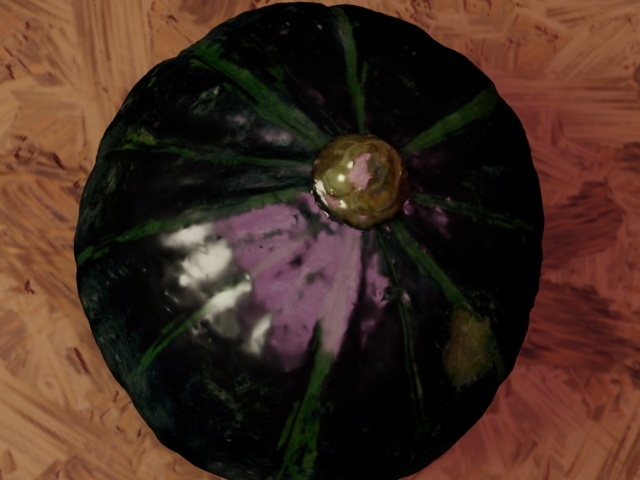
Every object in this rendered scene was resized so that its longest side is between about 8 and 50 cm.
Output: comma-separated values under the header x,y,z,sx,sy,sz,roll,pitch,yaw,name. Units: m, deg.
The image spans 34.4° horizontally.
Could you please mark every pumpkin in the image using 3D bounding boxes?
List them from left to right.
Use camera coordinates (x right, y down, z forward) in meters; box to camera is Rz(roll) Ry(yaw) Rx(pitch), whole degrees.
x,y,z,sx,sy,sz,roll,pitch,yaw,name
0.000,0.000,0.649,0.315,0.238,0.315,2,78,-9,pumpkin
